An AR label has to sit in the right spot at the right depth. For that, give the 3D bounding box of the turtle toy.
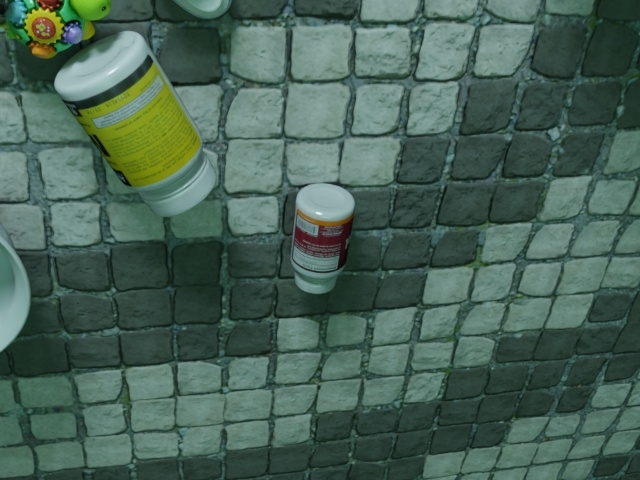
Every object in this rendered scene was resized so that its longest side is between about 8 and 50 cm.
[{"bbox_3d":[-0.295,-0.255,0.849,0.130,0.066,0.095,-25,129,5],"label":"turtle toy"}]

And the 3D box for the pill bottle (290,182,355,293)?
[{"bbox_3d":[0.000,0.000,1.108,0.086,0.086,0.152,-2,128,-13],"label":"pill bottle"}]

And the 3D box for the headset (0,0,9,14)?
[{"bbox_3d":[-0.502,-0.264,0.706,0.394,0.243,0.185,-4,109,-29],"label":"headset"}]

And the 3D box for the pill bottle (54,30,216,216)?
[{"bbox_3d":[-0.217,-0.136,0.926,0.119,0.119,0.209,-24,128,5],"label":"pill bottle"}]

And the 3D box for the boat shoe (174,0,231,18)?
[{"bbox_3d":[-0.168,-0.329,0.818,0.083,0.076,0.226,-29,128,9],"label":"boat shoe"}]

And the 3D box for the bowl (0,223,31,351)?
[{"bbox_3d":[-0.522,0.027,0.967,0.297,0.134,0.298,-7,128,-9],"label":"bowl"}]
